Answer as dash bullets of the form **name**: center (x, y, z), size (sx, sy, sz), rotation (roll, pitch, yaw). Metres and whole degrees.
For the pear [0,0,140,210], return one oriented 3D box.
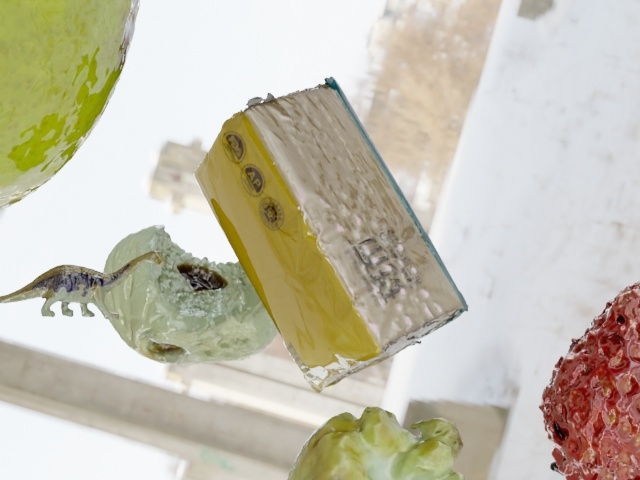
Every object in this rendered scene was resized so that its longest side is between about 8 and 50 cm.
- **pear**: center (-0.306, -0.166, 0.841), size (0.391, 0.391, 0.391), rotation (16, -90, -85)

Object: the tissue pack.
- **tissue pack**: center (0.000, 0.000, 1.275), size (0.134, 0.271, 0.192), rotation (-26, -9, -26)

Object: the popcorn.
- **popcorn**: center (0.057, 0.268, 1.204), size (0.204, 0.184, 0.221), rotation (104, 148, -58)

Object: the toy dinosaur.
- **toy dinosaur**: center (-0.228, 0.051, 1.174), size (0.037, 0.180, 0.058), rotation (137, 123, -77)

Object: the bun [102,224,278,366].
- **bun**: center (-0.149, 0.077, 1.463), size (0.204, 0.212, 0.126), rotation (65, -150, -52)

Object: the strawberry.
- **strawberry**: center (0.312, 0.158, 1.327), size (0.111, 0.190, 0.236), rotation (-8, -67, -59)
